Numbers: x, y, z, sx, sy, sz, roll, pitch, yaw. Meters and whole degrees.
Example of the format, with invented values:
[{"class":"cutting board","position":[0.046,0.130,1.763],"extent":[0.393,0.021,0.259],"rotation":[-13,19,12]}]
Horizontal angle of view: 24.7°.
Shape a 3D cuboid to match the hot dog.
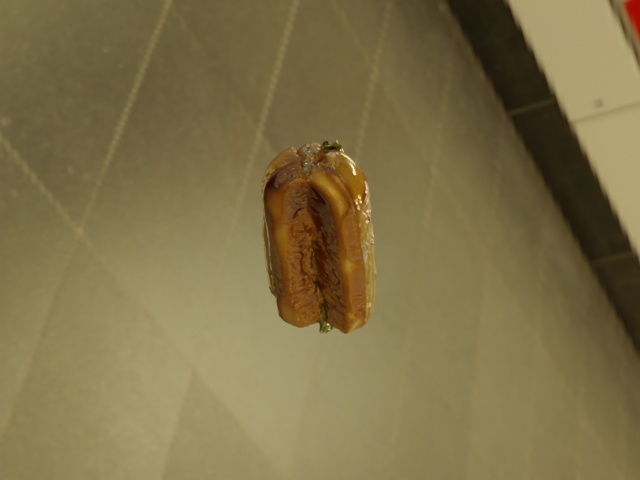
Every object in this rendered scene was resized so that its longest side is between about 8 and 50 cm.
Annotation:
[{"class":"hot dog","position":[0.000,0.000,1.301],"extent":[0.250,0.104,0.076],"rotation":[80,19,-55]}]
